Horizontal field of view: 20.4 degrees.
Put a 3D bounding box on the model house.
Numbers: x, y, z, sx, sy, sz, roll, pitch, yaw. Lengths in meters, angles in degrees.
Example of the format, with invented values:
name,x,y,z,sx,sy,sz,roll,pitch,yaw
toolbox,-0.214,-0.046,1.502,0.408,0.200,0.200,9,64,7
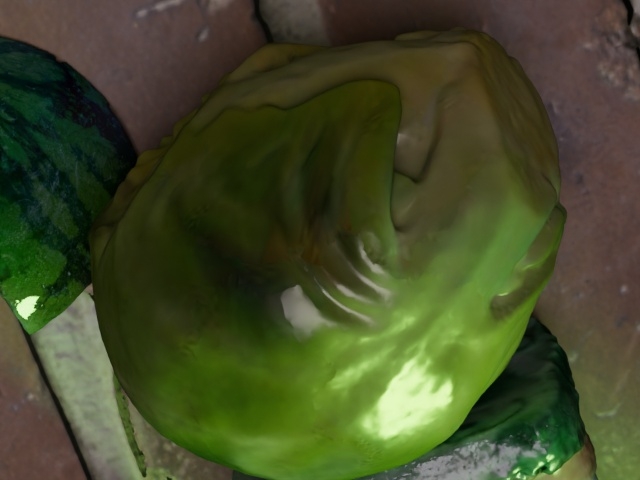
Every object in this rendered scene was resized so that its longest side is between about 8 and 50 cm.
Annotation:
name,x,y,z,sx,sy,sz,roll,pitch,yaw
model house,0.105,0.259,1.344,0.267,0.194,0.325,-20,112,5

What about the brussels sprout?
name,x,y,z,sx,sy,sz,roll,pitch,yaw
brussels sprout,0.000,0.000,1.185,0.344,0.268,0.344,-4,79,22

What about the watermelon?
name,x,y,z,sx,sy,sz,roll,pitch,yaw
watermelon,-0.218,-0.068,1.278,0.146,0.128,0.231,-33,105,-8
